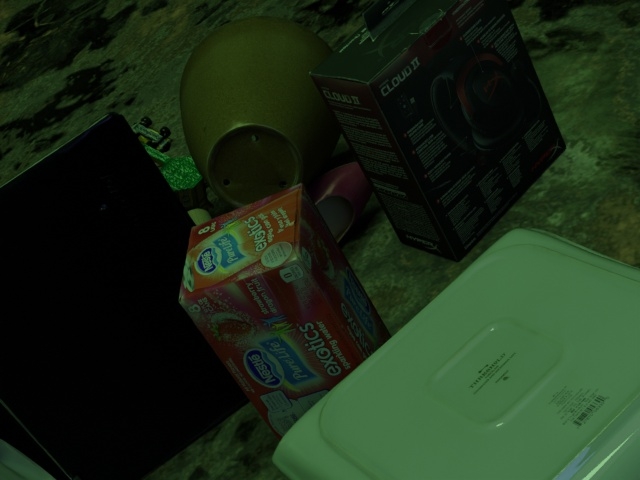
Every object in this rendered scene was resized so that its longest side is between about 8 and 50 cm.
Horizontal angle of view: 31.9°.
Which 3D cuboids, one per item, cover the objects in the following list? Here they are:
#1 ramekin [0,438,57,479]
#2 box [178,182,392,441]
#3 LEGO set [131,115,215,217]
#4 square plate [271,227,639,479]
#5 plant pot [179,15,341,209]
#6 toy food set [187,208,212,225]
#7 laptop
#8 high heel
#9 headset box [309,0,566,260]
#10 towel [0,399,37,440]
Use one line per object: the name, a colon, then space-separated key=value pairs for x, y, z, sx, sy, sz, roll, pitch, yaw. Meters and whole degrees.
ramekin: x=-0.301 y=0.305 z=1.060 sx=0.127 sy=0.273 sz=0.273 roll=-47 pitch=35 yaw=-4
box: x=-0.020 y=0.089 z=1.115 sx=0.128 sy=0.257 sz=0.123 roll=-21 pitch=35 yaw=15
LEGO set: x=-0.307 y=0.002 z=1.590 sx=0.254 sy=0.192 sz=0.331 roll=22 pitch=57 yaw=16
square plate: x=0.155 y=0.120 z=0.924 sx=0.347 sy=0.049 sz=0.344 roll=-41 pitch=29 yaw=-15
plant pot: x=-0.078 y=-0.140 z=1.455 sx=0.237 sy=0.237 sz=0.254 roll=-23 pitch=25 yaw=12
toy food set: x=-0.141 y=0.056 z=1.316 sx=0.111 sy=0.232 sz=0.104 roll=-16 pitch=46 yaw=-14
laptop: x=-0.325 y=0.093 z=1.238 sx=0.407 sy=0.382 sz=0.236 roll=-1 pitch=42 yaw=38
high heel: x=0.000 y=0.000 z=1.375 sx=0.244 sy=0.082 sz=0.117 roll=-41 pitch=30 yaw=-11
headset box: x=0.137 y=-0.161 z=1.291 sx=0.218 sy=0.293 sz=0.110 roll=-45 pitch=36 yaw=-20
towel: x=-0.331 y=0.129 z=1.375 sx=0.282 sy=0.187 sz=0.049 roll=-37 pitch=29 yaw=-9
